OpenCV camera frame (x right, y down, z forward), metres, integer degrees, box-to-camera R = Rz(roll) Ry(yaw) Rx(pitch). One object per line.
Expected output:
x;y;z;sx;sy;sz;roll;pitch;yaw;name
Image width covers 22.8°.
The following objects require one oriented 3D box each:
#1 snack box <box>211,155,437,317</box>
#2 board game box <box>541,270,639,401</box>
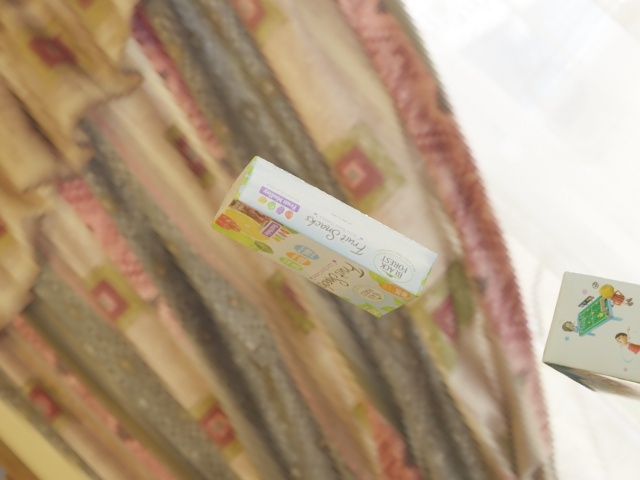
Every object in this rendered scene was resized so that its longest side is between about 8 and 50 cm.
0.000;0.000;1.101;0.037;0.141;0.100;-64;7;-15;snack box
0.391;0.118;1.499;0.224;0.303;0.097;29;-105;-63;board game box
